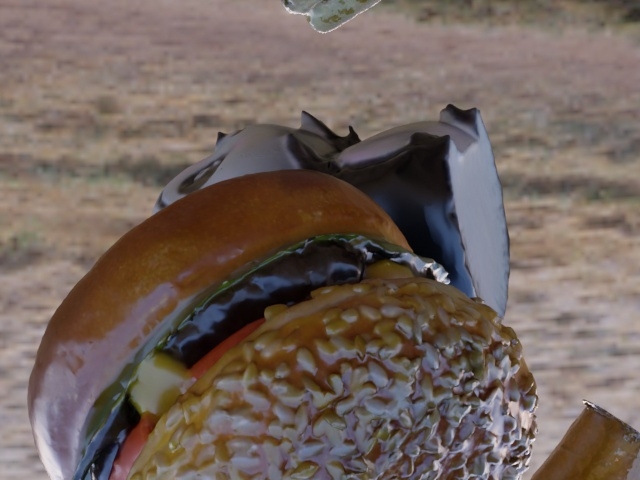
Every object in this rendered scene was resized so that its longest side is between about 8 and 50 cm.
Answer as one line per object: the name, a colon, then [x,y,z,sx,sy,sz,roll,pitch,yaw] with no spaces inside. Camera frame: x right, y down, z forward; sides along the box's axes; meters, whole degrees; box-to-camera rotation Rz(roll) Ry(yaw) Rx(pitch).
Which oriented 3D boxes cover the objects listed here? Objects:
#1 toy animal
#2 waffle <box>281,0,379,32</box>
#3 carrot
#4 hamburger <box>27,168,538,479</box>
toy animal: [0.000,0.000,1.432,0.310,0.251,0.251,-7,166,20]
waffle: [0.048,-0.400,1.771,0.224,0.327,0.098,-29,129,23]
carrot: [0.354,0.364,2.125,0.196,0.254,0.196,32,173,4]
hamburger: [-0.022,0.131,1.080,0.330,0.250,0.330,-28,146,-21]
